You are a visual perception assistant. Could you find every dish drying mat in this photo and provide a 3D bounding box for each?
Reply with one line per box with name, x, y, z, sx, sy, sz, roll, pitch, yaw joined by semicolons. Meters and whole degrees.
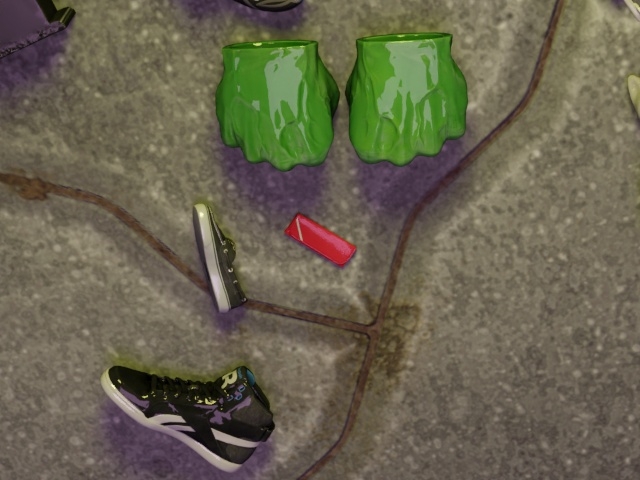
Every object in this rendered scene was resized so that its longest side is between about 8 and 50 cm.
dish drying mat;0.000;0.000;1.682;0.083;0.008;0.032;31;110;-13

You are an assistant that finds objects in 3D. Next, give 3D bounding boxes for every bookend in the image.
bookend;-0.374;-0.273;1.524;0.156;0.072;0.157;-24;111;9

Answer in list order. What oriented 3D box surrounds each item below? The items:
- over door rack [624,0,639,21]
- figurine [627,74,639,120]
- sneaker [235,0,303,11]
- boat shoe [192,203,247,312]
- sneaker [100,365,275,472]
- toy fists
over door rack;0.213;-0.322;1.410;0.324;0.239;0.108;38;107;-15
figurine;0.450;-0.099;1.577;0.215;0.092;0.209;-3;109;27
sneaker;-0.105;-0.289;1.514;0.188;0.078;0.067;22;113;-10
boat shoe;-0.119;0.018;1.673;0.040;0.049;0.142;-18;116;-13
sneaker;-0.151;0.184;1.733;0.217;0.079;0.121;35;107;-23
toy fists;0.023;-0.152;1.569;0.279;0.096;0.142;-2;104;3
